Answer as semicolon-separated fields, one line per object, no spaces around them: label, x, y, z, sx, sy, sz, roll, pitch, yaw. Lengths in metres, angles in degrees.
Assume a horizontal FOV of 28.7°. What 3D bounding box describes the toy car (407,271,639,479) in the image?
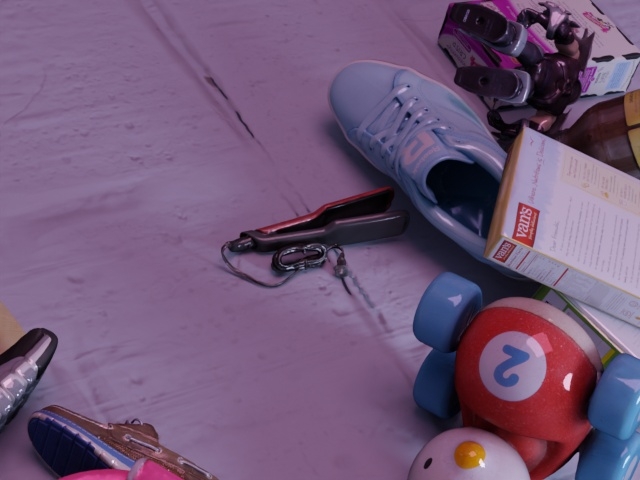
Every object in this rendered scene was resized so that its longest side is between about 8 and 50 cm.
toy car;0.149;0.191;1.126;0.219;0.210;0.238;25;55;24

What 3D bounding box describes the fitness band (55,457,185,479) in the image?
fitness band;-0.135;0.294;0.976;0.291;0.054;0.209;28;61;19

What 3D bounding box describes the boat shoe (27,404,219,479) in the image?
boat shoe;-0.172;0.196;1.110;0.183;0.066;0.066;33;39;2

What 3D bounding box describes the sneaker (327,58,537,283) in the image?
sneaker;0.132;-0.102;1.418;0.366;0.135;0.150;41;7;25

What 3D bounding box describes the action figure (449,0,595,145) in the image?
action figure;0.254;-0.209;1.538;0.099;0.185;0.285;11;1;31

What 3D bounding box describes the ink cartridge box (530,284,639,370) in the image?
ink cartridge box;0.361;0.112;1.338;0.255;0.097;0.189;45;49;14

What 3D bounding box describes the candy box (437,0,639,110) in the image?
candy box;0.301;-0.265;1.726;0.233;0.071;0.159;-10;49;-25

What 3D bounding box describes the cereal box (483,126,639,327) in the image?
cereal box;0.297;-0.005;1.306;0.240;0.047;0.173;24;47;-4

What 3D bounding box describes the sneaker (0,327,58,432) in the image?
sneaker;-0.334;0.131;1.076;0.132;0.086;0.229;36;50;-1

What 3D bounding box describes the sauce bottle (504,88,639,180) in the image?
sauce bottle;0.383;-0.126;1.457;0.344;0.111;0.111;-13;35;27

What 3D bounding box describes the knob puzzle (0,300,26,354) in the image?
knob puzzle;-0.359;0.109;1.157;0.213;0.030;0.213;15;50;-18

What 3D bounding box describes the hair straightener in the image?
hair straightener;0.000;0.000;1.373;0.230;0.047;0.089;-12;49;-27
